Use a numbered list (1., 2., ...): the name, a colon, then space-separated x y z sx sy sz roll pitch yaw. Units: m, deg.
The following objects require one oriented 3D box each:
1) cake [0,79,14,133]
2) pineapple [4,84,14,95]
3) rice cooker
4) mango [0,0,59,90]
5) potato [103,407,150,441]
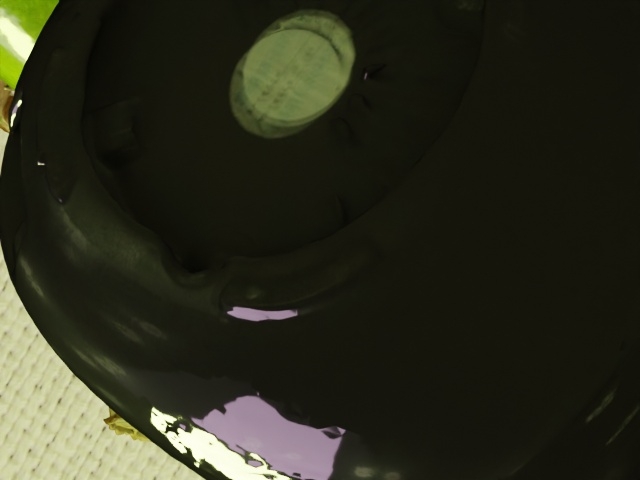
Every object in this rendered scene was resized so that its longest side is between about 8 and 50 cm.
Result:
1. cake: -0.194 -0.142 1.560 0.199 0.196 0.293 34 178 -32
2. pineapple: -0.296 -0.256 1.305 0.165 0.165 0.364 29 170 43
3. rice cooker: 0.025 -0.020 0.545 0.267 0.267 0.224 30 177 34
4. mango: -0.191 -0.179 1.183 0.192 0.156 0.343 18 166 40
5. potato: 0.002 0.062 1.633 0.442 0.319 0.385 4 165 -11
